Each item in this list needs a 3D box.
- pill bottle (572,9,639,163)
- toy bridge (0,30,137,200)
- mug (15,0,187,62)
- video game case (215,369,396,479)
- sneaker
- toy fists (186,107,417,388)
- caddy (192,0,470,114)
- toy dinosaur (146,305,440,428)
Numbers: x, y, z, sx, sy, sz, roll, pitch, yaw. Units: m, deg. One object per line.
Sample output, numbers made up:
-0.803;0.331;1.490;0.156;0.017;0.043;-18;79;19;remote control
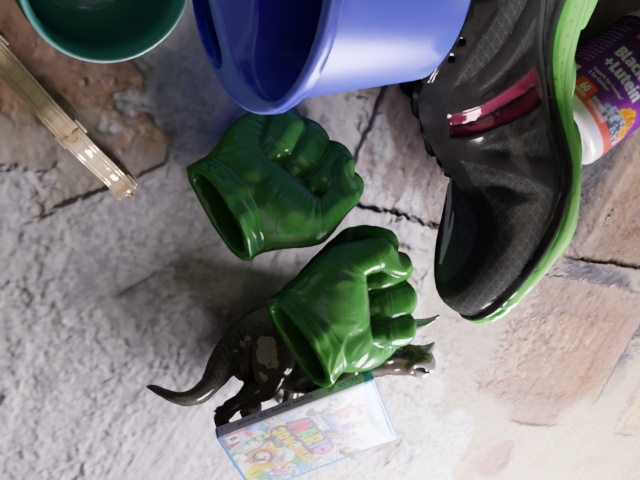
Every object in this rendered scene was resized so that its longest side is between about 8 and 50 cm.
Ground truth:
0.330;-0.178;0.958;0.194;0.108;0.108;-37;127;-5;pill bottle
-0.215;-0.098;0.750;0.026;0.063;0.188;-40;126;-3;toy bridge
-0.164;-0.220;0.688;0.158;0.097;0.129;-34;126;-8;mug
-0.012;0.201;0.922;0.166;0.015;0.119;-21;134;0;video game case
0.143;-0.152;0.853;0.202;0.185;0.482;-4;108;-18;sneaker
0.000;0.000;0.854;0.142;0.096;0.279;-36;103;-23;toy fists
-0.013;-0.264;0.656;0.179;0.241;0.341;-9;119;-30;caddy
-0.038;0.126;0.953;0.314;0.121;0.160;9;100;-25;toy dinosaur
